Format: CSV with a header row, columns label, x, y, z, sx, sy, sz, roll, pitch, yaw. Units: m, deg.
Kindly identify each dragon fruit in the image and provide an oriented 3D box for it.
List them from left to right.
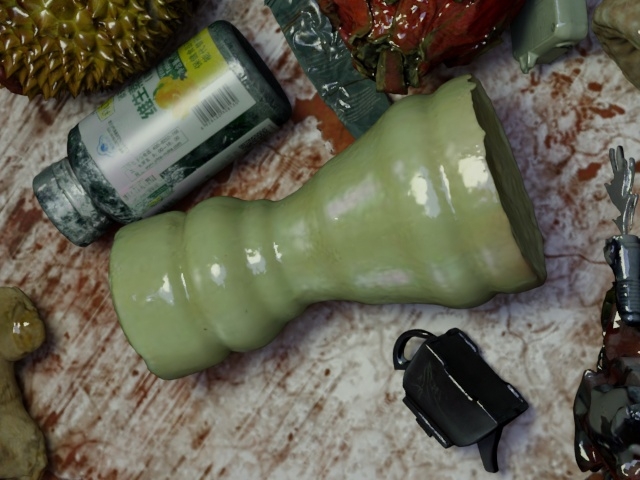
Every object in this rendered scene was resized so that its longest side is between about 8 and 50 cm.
label,x,y,z,sx,sy,sz,roll,pitch,yaw
dragon fruit,0.113,-0.295,1.538,0.244,0.244,0.299,8,75,16

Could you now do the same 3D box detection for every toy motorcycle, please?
label,x,y,z,sx,sy,sz,roll,pitch,yaw
toy motorcycle,0.334,0.108,1.450,0.134,0.207,0.401,6,79,-14

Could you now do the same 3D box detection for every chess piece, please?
label,x,y,z,sx,sy,sz,roll,pitch,yaw
chess piece,0.000,0.000,1.552,0.442,0.234,0.234,-19,78,16

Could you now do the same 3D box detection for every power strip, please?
label,x,y,z,sx,sy,sz,roll,pitch,yaw
power strip,0.242,-0.320,1.573,0.046,0.118,0.270,0,80,-18

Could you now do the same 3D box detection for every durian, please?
label,x,y,z,sx,sy,sz,roll,pitch,yaw
durian,-0.289,-0.329,1.624,0.347,0.347,0.384,-38,43,7

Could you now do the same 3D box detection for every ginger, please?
label,x,y,z,sx,sy,sz,roll,pitch,yaw
ginger,-0.403,0.165,1.671,0.221,0.130,0.276,-35,81,-2

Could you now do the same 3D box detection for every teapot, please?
label,x,y,z,sx,sy,sz,roll,pitch,yaw
teapot,0.140,0.173,1.554,0.177,0.087,0.096,48,119,16

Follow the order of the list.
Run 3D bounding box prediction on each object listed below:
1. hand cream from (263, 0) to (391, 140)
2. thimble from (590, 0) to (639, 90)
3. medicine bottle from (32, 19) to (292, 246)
label,x,y,z,sx,sy,sz,roll,pitch,yaw
hand cream,0.018,-0.204,1.650,0.075,0.052,0.248,-33,75,7
thimble,0.401,-0.199,1.474,0.148,0.196,0.229,-47,73,3
medicine bottle,-0.185,-0.114,1.644,0.293,0.141,0.141,-36,75,8
